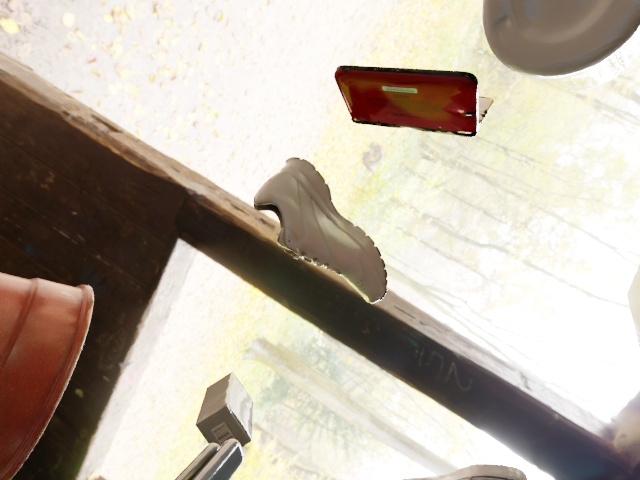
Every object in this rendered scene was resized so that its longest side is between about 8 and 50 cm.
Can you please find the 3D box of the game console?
[{"bbox_3d":[0.106,-0.167,0.441,0.085,0.144,0.124,-68,153,-14],"label":"game console"}]

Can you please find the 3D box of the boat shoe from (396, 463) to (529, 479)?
[{"bbox_3d":[0.341,0.673,1.011,0.368,0.135,0.156,-20,-151,19],"label":"boat shoe"}]

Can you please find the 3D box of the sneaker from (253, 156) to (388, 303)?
[{"bbox_3d":[0.000,0.000,0.718,0.129,0.297,0.111,-40,178,-17],"label":"sneaker"}]

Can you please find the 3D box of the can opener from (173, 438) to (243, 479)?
[{"bbox_3d":[-0.186,0.370,0.536,0.074,0.093,0.280,-18,-176,15],"label":"can opener"}]

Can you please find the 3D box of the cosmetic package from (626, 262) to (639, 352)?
[{"bbox_3d":[0.689,0.105,0.755,0.377,0.098,0.284,-48,139,-49],"label":"cosmetic package"}]

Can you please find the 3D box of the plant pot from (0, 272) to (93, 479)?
[{"bbox_3d":[-0.476,0.132,0.485,0.273,0.265,0.272,-30,-136,34],"label":"plant pot"}]

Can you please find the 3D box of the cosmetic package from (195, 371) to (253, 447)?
[{"bbox_3d":[-0.260,0.478,1.134,0.107,0.127,0.238,-33,-172,-3],"label":"cosmetic package"}]

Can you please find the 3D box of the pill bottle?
[{"bbox_3d":[0.239,-0.204,0.380,0.209,0.119,0.119,-20,143,-51],"label":"pill bottle"}]
